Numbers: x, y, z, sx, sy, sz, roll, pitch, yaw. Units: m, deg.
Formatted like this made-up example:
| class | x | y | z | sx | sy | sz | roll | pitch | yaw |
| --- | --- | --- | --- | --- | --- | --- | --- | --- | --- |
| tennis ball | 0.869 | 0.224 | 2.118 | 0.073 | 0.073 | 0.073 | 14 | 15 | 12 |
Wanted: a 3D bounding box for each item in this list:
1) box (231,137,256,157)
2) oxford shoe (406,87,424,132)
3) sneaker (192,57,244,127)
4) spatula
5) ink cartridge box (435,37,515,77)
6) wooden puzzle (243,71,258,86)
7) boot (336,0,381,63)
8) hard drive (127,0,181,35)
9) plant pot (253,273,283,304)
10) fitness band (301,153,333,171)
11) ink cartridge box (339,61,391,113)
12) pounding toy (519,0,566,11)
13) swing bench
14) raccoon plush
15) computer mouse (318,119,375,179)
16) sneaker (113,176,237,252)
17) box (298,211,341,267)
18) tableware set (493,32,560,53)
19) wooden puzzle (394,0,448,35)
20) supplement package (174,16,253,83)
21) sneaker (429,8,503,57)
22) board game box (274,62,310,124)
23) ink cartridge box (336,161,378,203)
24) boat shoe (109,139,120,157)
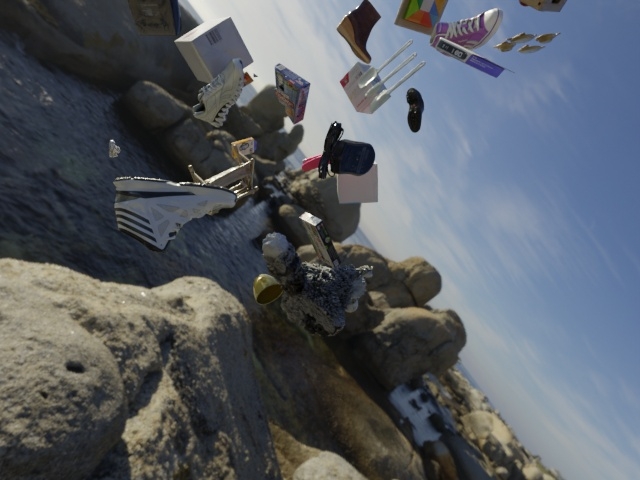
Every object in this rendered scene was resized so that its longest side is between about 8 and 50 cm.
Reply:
| class | x | y | z | sx | sy | sz | roll | pitch | yaw |
| --- | --- | --- | --- | --- | --- | --- | --- | --- | --- |
| box | -0.395 | -0.482 | 2.160 | 0.028 | 0.136 | 0.081 | 46 | -35 | 28 |
| oxford shoe | 0.499 | -0.661 | 2.137 | 0.096 | 0.082 | 0.228 | 3 | 86 | -41 |
| sneaker | -0.367 | -0.532 | 1.502 | 0.118 | 0.292 | 0.110 | 7 | 53 | -37 |
| spatula | 0.245 | -0.588 | 1.473 | 0.019 | 0.242 | 0.168 | 18 | 47 | -44 |
| ink cartridge box | 0.531 | -0.619 | 1.433 | 0.206 | 0.045 | 0.208 | 0 | 38 | -38 |
| wooden puzzle | -0.347 | -0.728 | 1.897 | 0.078 | 0.116 | 0.014 | 26 | 40 | -59 |
| boot | 0.225 | -1.028 | 2.053 | 0.248 | 0.207 | 0.090 | 48 | 4 | -12 |
| hard drive | -0.486 | -0.724 | 1.184 | 0.054 | 0.171 | 0.255 | -50 | 145 | -45 |
| plant pot | -0.245 | 0.204 | 1.853 | 0.095 | 0.134 | 0.134 | 53 | 5 | 32 |
| fitness band | 0.046 | -0.359 | 1.798 | 0.208 | 0.290 | 0.054 | -6 | -74 | 48 |
| ink cartridge box | 0.198 | -0.669 | 1.844 | 0.127 | 0.128 | 0.176 | -11 | 70 | -48 |
| pounding toy | 0.516 | -0.671 | 1.074 | 0.206 | 0.181 | 0.094 | 48 | -41 | 25 |
| swing bench | -0.437 | -0.261 | 1.936 | 0.165 | 0.253 | 0.255 | 41 | -29 | 29 |
| raccoon plush | 0.024 | 0.089 | 1.315 | 0.216 | 0.299 | 0.447 | 15 | -42 | 29 |
| computer mouse | 0.086 | -0.295 | 1.422 | 0.072 | 0.189 | 0.272 | 29 | 19 | 37 |
| sneaker | -0.521 | -0.085 | 1.534 | 0.447 | 0.258 | 0.169 | 0 | 4 | -38 |
| box | 0.000 | 0.000 | 1.534 | 0.114 | 0.036 | 0.207 | 30 | -28 | 50 |
| tableware set | 0.628 | -0.604 | 1.274 | 0.141 | 0.168 | 0.020 | -161 | -112 | -76 |
| wooden puzzle | 0.440 | -0.990 | 1.741 | 0.238 | 0.221 | 0.044 | -2 | 39 | -31 |
| supplement package | -0.420 | -0.737 | 1.623 | 0.293 | 0.177 | 0.175 | 37 | -18 | 52 |
| sneaker | 0.519 | -0.774 | 1.543 | 0.160 | 0.102 | 0.282 | 12 | -10 | -24 |
| board game box | -0.123 | -0.586 | 1.703 | 0.194 | 0.060 | 0.194 | 42 | -29 | 27 |
| ink cartridge box | 0.185 | -0.318 | 2.165 | 0.270 | 0.198 | 0.197 | -90 | 177 | -71 |
| boat shoe | -0.728 | -0.322 | 1.475 | 0.100 | 0.035 | 0.035 | -37 | -120 | 56 |
